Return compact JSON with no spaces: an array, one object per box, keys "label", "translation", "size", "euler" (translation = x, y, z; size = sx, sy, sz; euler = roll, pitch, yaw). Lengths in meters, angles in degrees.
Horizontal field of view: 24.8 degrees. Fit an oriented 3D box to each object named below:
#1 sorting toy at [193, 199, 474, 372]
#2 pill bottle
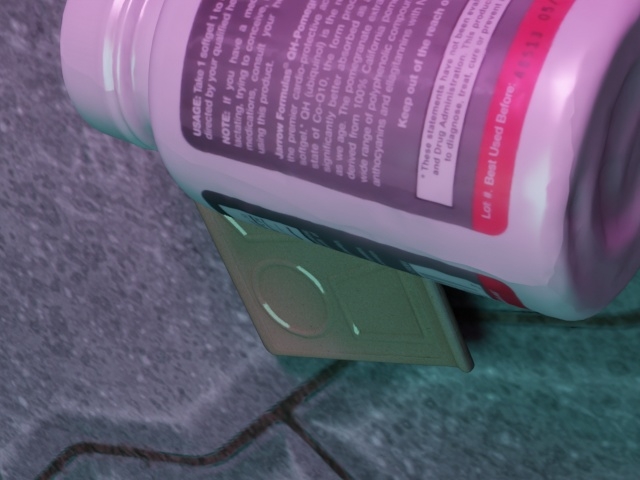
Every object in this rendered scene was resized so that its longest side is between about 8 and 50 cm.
[{"label":"sorting toy","translation":[0.000,0.000,0.989],"size":[0.208,0.038,0.193],"euler":[3,126,45]},{"label":"pill bottle","translation":[0.021,-0.082,0.780],"size":[0.318,0.176,0.176],"euler":[18,134,29]}]
